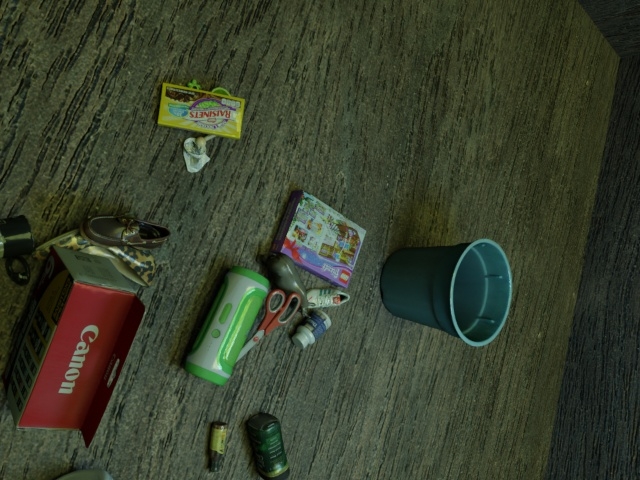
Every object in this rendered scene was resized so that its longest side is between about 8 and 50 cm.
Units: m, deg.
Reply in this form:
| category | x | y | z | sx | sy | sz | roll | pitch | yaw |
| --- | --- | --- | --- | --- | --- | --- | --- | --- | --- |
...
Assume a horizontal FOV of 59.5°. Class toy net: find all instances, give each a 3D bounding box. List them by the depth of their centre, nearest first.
| category | x | y | z | sx | sy | sz | roll | pitch | yaw |
| --- | --- | --- | --- | --- | --- | --- | --- | --- | --- |
| toy net | -0.310 | -0.291 | 1.438 | 0.122 | 0.045 | 0.232 | 20 | 79 | -40 |

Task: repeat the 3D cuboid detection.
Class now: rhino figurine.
| category | x | y | z | sx | sy | sz | roll | pitch | yaw |
| --- | --- | --- | --- | --- | --- | --- | --- | --- | --- |
| rhino figurine | -0.087 | 0.134 | 1.610 | 0.073 | 0.106 | 0.243 | -42 | 118 | -30 |

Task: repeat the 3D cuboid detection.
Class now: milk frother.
| category | x | y | z | sx | sy | sz | roll | pitch | yaw |
| --- | --- | --- | --- | --- | --- | --- | --- | --- | --- |
| milk frother | -0.650 | 0.031 | 1.106 | 0.135 | 0.129 | 0.143 | -15 | 95 | -43 |

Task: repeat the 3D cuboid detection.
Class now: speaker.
| category | x | y | z | sx | sy | sz | roll | pitch | yaw |
| --- | --- | --- | --- | --- | --- | --- | --- | --- | --- |
| speaker | -0.243 | 0.221 | 1.468 | 0.131 | 0.131 | 0.296 | 35 | 70 | -36 |

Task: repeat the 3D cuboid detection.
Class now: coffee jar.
| category | x | y | z | sx | sy | sz | roll | pitch | yaw |
| --- | --- | --- | --- | --- | --- | --- | --- | --- | --- |
| coffee jar | -0.146 | 0.592 | 1.589 | 0.079 | 0.096 | 0.184 | -20 | 104 | -36 |

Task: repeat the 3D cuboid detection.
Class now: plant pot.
| category | x | y | z | sx | sy | sz | roll | pitch | yaw |
| --- | --- | --- | --- | --- | --- | --- | --- | --- | --- |
| plant pot | 0.406 | 0.156 | 1.886 | 0.341 | 0.334 | 0.341 | -3 | 94 | -40 |

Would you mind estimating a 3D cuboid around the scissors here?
| category | x | y | z | sx | sy | sz | roll | pitch | yaw |
| --- | --- | --- | --- | --- | --- | --- | --- | --- | --- |
| scissors | -0.160 | 0.262 | 1.548 | 0.109 | 0.021 | 0.297 | 30 | 92 | -38 |

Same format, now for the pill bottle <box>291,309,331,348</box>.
| category | x | y | z | sx | sy | sz | roll | pitch | yaw |
| --- | --- | --- | --- | --- | --- | --- | --- | --- | --- |
| pill bottle | -0.029 | 0.270 | 1.692 | 0.120 | 0.067 | 0.067 | -41 | 117 | -32 |

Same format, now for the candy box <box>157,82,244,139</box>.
| category | x | y | z | sx | sy | sz | roll | pitch | yaw |
| --- | --- | --- | --- | --- | --- | --- | --- | --- | --- |
| candy box | -0.298 | -0.324 | 1.409 | 0.206 | 0.027 | 0.105 | 7 | 89 | -17 |

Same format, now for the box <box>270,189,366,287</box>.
| category | x | y | z | sx | sy | sz | roll | pitch | yaw |
| --- | --- | --- | --- | --- | --- | --- | --- | --- | --- |
| box | 0.000 | 0.000 | 1.710 | 0.293 | 0.057 | 0.200 | 31 | 71 | -37 |

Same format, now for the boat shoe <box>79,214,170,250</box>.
| category | x | y | z | sx | sy | sz | roll | pitch | yaw |
| --- | --- | --- | --- | --- | --- | --- | --- | --- | --- |
| boat shoe | -0.426 | -0.023 | 1.241 | 0.207 | 0.073 | 0.073 | 8 | 65 | -59 |

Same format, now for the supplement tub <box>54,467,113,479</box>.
| category | x | y | z | sx | sy | sz | roll | pitch | yaw |
| --- | --- | --- | --- | --- | --- | --- | --- | --- | --- |
| supplement tub | -0.502 | 0.683 | 1.224 | 0.194 | 0.194 | 0.315 | -26 | 109 | -37 |

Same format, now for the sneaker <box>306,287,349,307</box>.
| category | x | y | z | sx | sy | sz | roll | pitch | yaw |
| --- | --- | --- | --- | --- | --- | --- | --- | --- | --- |
| sneaker | 0.019 | 0.177 | 1.724 | 0.161 | 0.075 | 0.057 | -3 | 94 | -41 |

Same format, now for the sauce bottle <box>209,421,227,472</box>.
| category | x | y | z | sx | sy | sz | roll | pitch | yaw |
| --- | --- | --- | --- | --- | --- | --- | --- | --- | --- |
| sauce bottle | -0.278 | 0.557 | 1.510 | 0.042 | 0.042 | 0.128 | 7 | 89 | -41 |

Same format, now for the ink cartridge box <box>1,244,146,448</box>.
| category | x | y | z | sx | sy | sz | roll | pitch | yaw |
| --- | --- | --- | --- | --- | --- | --- | --- | --- | --- |
| ink cartridge box | -0.494 | 0.204 | 1.107 | 0.130 | 0.272 | 0.309 | 19 | 96 | -40 |

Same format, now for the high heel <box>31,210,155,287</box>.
| category | x | y | z | sx | sy | sz | roll | pitch | yaw |
| --- | --- | --- | --- | --- | --- | --- | --- | --- | --- |
| high heel | -0.494 | 0.054 | 1.260 | 0.261 | 0.093 | 0.186 | -26 | 103 | -46 |
